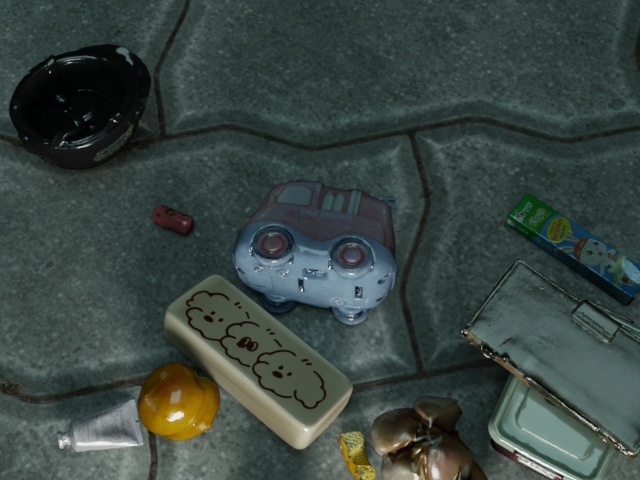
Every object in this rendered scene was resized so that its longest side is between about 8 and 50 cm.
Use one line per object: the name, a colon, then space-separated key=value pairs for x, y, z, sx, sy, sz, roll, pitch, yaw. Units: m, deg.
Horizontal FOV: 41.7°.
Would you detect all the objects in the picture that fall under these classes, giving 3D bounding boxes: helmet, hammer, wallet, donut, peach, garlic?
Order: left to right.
helmet: x=-0.462 y=-0.246 z=1.656 sx=0.230 sy=0.160 sz=0.279 roll=40 pitch=63 yaw=19
hammer: x=-0.284 y=-0.041 z=1.622 sx=0.083 sy=0.043 sz=0.043 roll=21 pitch=70 yaw=14
peach: x=-0.245 y=0.277 z=1.437 sx=0.138 sy=0.138 sz=0.138 roll=-1 pitch=67 yaw=3
donut: x=0.065 y=0.367 z=1.416 sx=0.038 sy=0.067 sz=0.083 roll=-14 pitch=32 yaw=-20
garlic: x=0.175 y=0.363 z=1.364 sx=0.160 sy=0.191 sz=0.214 roll=-20 pitch=77 yaw=22
wallet: x=0.393 y=0.178 z=1.305 sx=0.317 sy=0.044 sz=0.169 roll=36 pitch=77 yaw=18

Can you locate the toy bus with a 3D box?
toy bus: x=0.000 y=0.000 z=1.514 sx=0.294 sy=0.197 sz=0.231 roll=8 pitch=58 yaw=8

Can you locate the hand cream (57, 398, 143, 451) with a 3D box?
hand cream: x=-0.389 y=0.334 z=1.473 sx=0.142 sy=0.053 sz=0.084 roll=-10 pitch=67 yaw=-17

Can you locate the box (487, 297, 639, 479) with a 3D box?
box: x=0.406 y=0.257 z=1.383 sx=0.193 sy=0.167 sz=0.294 roll=26 pitch=71 yaw=16

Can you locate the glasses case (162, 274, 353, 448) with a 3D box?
glasses case: x=-0.112 y=0.205 z=1.460 sx=0.336 sy=0.076 sz=0.144 roll=36 pitch=47 yaw=16

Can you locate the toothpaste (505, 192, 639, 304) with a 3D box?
toothpaste: x=0.470 y=0.015 z=1.543 sx=0.267 sy=0.050 sz=0.065 roll=37 pitch=77 yaw=18
